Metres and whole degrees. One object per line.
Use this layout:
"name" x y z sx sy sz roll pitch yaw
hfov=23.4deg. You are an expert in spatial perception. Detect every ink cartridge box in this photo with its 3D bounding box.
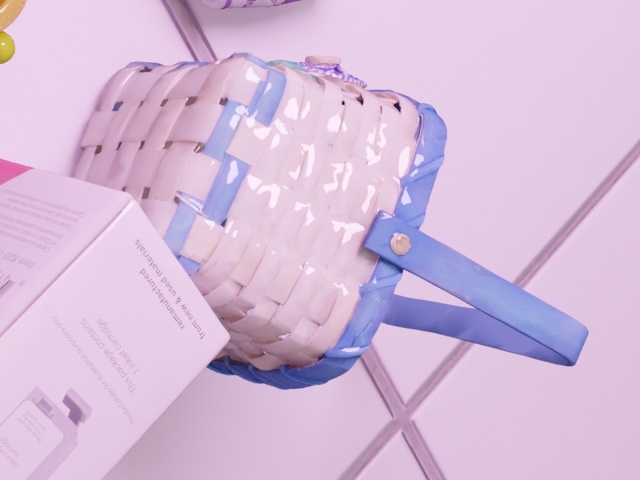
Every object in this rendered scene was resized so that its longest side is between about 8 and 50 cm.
"ink cartridge box" -0.223 0.092 0.836 0.283 0.207 0.117 -48 127 -22

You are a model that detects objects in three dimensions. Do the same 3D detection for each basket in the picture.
"basket" 0.000 0.000 0.983 0.289 0.255 0.201 34 75 -30

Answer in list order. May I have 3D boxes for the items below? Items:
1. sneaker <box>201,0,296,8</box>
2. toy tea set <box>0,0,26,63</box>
"sneaker" -0.046 -0.283 0.974 0.161 0.102 0.282 -20 114 -34
"toy tea set" -0.242 -0.228 0.791 0.200 0.124 0.336 -28 119 -34
